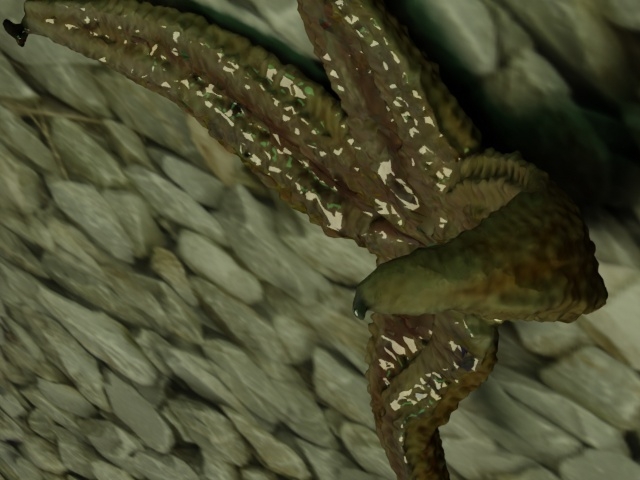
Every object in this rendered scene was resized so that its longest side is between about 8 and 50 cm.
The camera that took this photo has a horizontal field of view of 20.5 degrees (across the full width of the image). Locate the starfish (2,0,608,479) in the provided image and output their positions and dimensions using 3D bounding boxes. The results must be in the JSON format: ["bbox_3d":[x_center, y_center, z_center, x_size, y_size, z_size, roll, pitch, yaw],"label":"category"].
[{"bbox_3d":[0.009,-0.007,0.811,0.384,0.132,0.398,47,167,-2],"label":"starfish"}]
